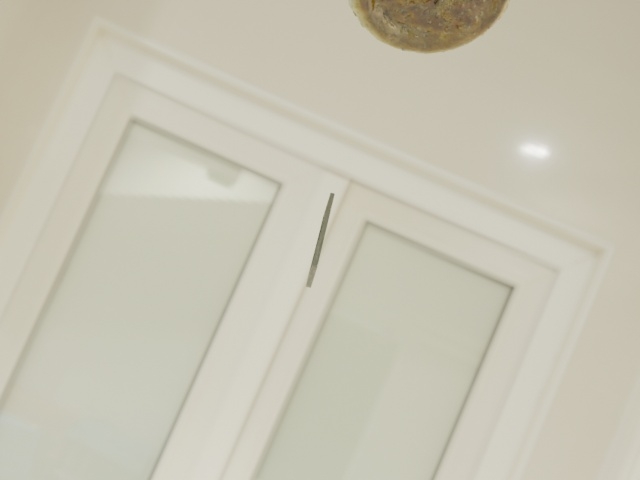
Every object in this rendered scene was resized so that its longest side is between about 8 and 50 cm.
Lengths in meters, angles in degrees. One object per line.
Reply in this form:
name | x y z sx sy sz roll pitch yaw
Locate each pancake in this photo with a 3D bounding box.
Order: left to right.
pancake | 0.096 -0.224 1.092 0.158 0.158 0.028 28 21 -32

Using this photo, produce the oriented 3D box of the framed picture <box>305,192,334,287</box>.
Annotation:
framed picture | 0.000 0.000 1.401 0.007 0.089 0.066 14 -24 -1
